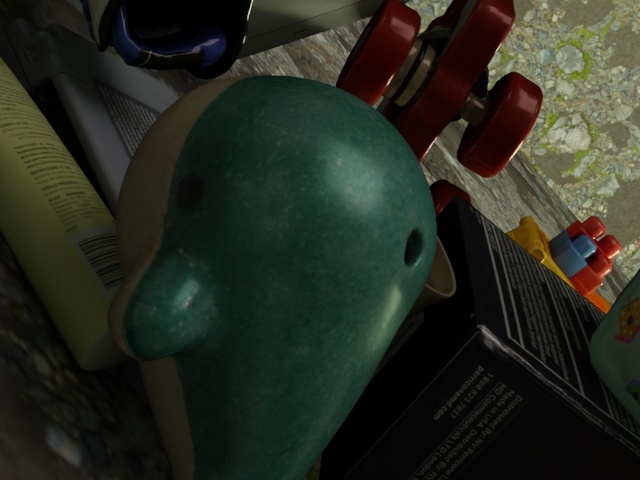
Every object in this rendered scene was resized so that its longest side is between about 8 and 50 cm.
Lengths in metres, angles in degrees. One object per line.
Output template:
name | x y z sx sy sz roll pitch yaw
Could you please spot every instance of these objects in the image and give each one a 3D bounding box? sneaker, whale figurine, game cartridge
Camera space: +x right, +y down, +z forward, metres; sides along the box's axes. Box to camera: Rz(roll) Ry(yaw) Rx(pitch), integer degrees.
sneaker | -0.137 -0.194 0.833 0.127 0.315 0.182 11 77 -40
whale figurine | -0.017 0.050 0.642 0.216 0.141 0.272 15 80 -59
game cartridge | -0.103 -0.006 0.839 0.297 0.062 0.198 61 14 26

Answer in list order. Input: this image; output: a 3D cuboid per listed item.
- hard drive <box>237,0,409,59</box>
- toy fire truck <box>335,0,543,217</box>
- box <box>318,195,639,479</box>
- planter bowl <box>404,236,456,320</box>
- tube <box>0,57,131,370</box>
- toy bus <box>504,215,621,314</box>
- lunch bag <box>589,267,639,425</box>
hard drive | -0.086 -0.263 1.050 0.353 0.233 0.047 34 46 -61
toy fire truck | 0.086 -0.124 1.200 0.169 0.302 0.254 28 24 -8
box | 0.166 0.156 0.921 0.294 0.183 0.296 37 17 -8
planter bowl | 0.000 0.000 0.824 0.162 0.109 0.162 48 18 -21
tube | -0.170 -0.036 0.714 0.240 0.062 0.070 55 -23 17
toy bus | 0.267 0.079 1.417 0.220 0.211 0.149 51 15 -14
lunch bag | 0.301 0.035 0.821 0.160 0.223 0.262 36 18 6
